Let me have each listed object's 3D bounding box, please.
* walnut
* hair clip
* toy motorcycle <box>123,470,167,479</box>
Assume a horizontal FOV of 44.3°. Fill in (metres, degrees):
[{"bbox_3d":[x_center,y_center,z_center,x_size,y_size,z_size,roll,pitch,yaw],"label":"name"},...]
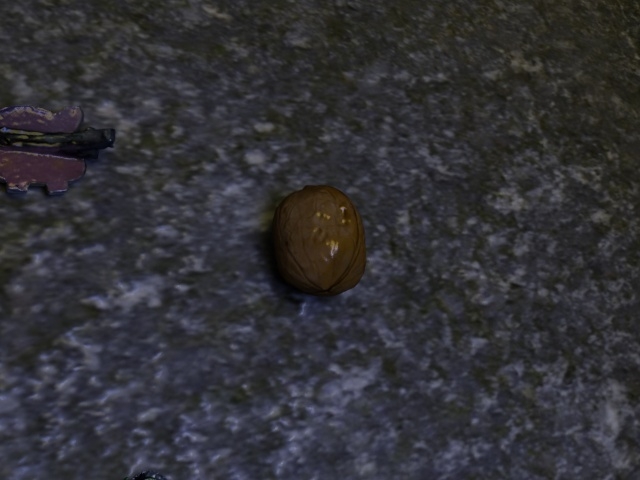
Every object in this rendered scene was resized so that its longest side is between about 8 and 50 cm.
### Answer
[{"bbox_3d":[0.000,0.000,1.153,0.144,0.144,0.180,3,58,-28],"label":"walnut"},{"bbox_3d":[-0.376,-0.129,1.073,0.187,0.056,0.146,-5,67,-22],"label":"hair clip"},{"bbox_3d":[-0.236,0.338,0.865,0.106,0.074,0.190,20,55,-7],"label":"toy motorcycle"}]
